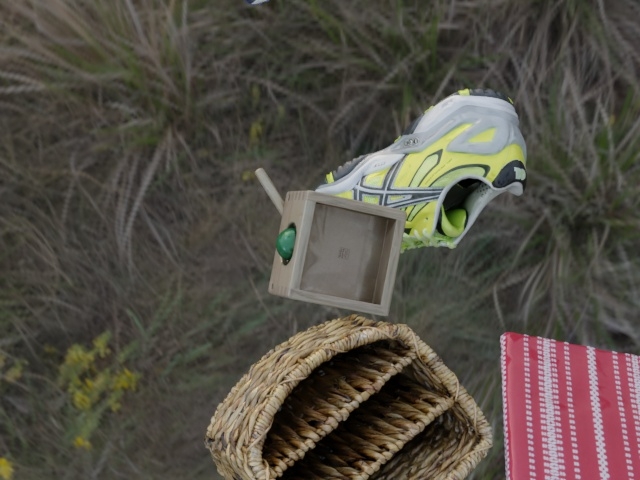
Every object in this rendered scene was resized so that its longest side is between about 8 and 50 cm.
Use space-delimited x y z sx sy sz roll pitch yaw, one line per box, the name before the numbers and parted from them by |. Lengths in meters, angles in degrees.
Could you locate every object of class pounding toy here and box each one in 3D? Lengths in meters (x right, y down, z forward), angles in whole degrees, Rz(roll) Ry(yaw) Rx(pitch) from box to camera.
pounding toy | 0.000 0.000 1.261 0.141 0.100 0.130 12 87 -19

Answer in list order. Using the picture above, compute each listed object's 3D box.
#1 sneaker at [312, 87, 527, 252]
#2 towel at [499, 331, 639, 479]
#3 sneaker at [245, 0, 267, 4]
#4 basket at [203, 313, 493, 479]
sneaker | 0.110 -0.044 1.626 0.385 0.145 0.147 -40 50 33
towel | 0.243 0.148 0.737 0.275 0.031 0.199 11 34 -1
sneaker | -0.060 -0.347 1.468 0.135 0.058 0.052 -50 32 24
basket | 0.035 0.239 1.551 0.299 0.213 0.223 -35 27 -25
